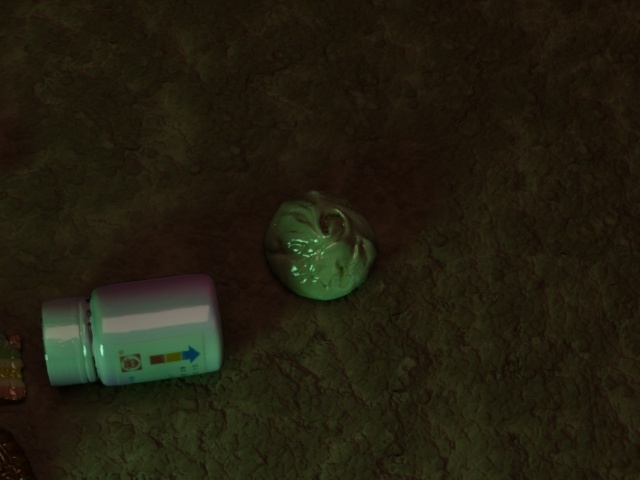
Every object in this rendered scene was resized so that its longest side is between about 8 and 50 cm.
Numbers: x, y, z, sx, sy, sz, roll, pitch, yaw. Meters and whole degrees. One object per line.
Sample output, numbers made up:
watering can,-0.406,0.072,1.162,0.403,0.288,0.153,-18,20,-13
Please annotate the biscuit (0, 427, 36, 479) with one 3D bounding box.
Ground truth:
biscuit,-0.544,0.372,1.828,0.305,0.038,0.305,2,62,-3

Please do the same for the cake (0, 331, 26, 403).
cake,-0.550,0.190,1.924,0.225,0.090,0.109,6,58,-22

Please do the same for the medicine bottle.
medicine bottle,-0.273,0.133,1.912,0.255,0.152,0.152,-7,63,-7

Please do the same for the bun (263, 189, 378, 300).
bun,0.000,0.000,2.029,0.183,0.102,0.183,0,63,-1
